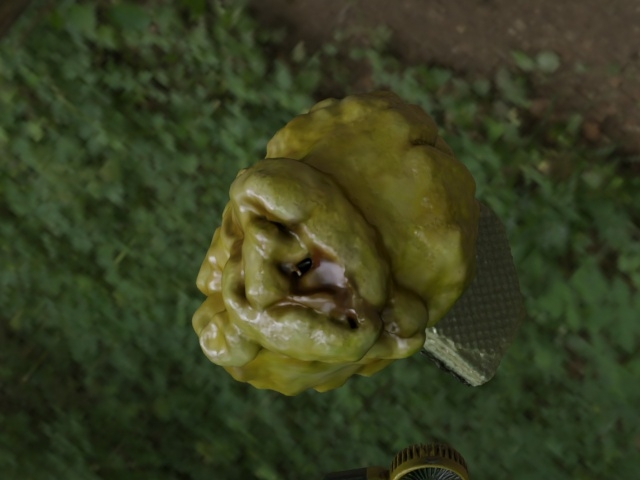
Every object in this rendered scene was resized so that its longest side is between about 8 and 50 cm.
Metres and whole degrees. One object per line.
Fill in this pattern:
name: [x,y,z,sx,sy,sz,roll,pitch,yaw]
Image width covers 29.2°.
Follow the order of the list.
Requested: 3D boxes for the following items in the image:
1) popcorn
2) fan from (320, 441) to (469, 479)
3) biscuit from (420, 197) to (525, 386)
popcorn: [0.000,0.000,0.858,0.203,0.226,0.200,22,-130,-57]
fan: [0.073,0.244,1.251,0.039,0.155,0.082,-91,-9,-49]
biscuit: [0.088,0.004,1.123,0.252,0.150,0.052,40,151,-10]
